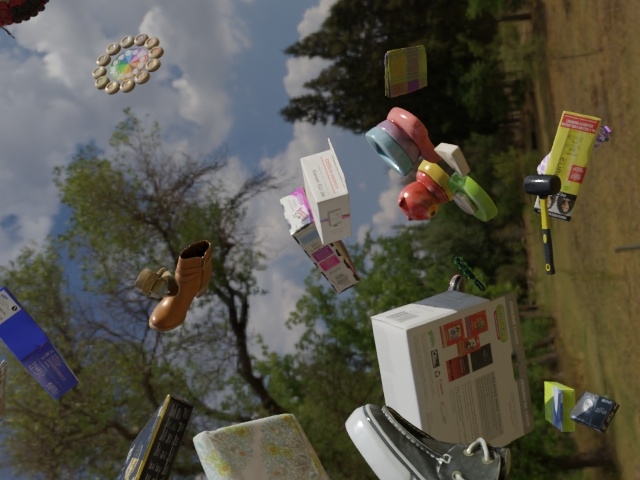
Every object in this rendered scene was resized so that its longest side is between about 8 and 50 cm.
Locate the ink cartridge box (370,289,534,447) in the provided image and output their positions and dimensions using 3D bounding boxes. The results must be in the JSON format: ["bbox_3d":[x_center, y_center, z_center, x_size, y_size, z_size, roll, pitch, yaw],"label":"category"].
[{"bbox_3d":[0.268,0.270,1.347,0.130,0.272,0.309,10,112,63],"label":"ink cartridge box"}]

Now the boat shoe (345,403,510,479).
[{"bbox_3d":[0.182,0.286,0.779,0.119,0.335,0.121,-55,-22,4],"label":"boat shoe"}]

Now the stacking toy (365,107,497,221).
[{"bbox_3d":[0.232,-0.130,1.507,0.309,0.130,0.279,47,179,-38],"label":"stacking toy"}]

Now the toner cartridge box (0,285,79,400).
[{"bbox_3d":[-0.653,0.243,1.532,0.075,0.165,0.348,-38,-14,-23],"label":"toner cartridge box"}]

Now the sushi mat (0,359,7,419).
[{"bbox_3d":[-0.791,0.392,1.631,0.316,0.019,0.151,-174,88,-73],"label":"sushi mat"}]

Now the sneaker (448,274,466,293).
[{"bbox_3d":[0.321,0.157,1.477,0.063,0.075,0.170,39,-132,-57],"label":"sneaker"}]

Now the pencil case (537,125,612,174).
[{"bbox_3d":[0.653,-0.227,1.749,0.206,0.088,0.086,-53,50,48],"label":"pencil case"}]

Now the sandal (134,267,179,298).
[{"bbox_3d":[-0.406,0.122,1.747,0.088,0.079,0.240,-63,-4,-4],"label":"sandal"}]

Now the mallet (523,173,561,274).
[{"bbox_3d":[0.407,-0.031,1.244,0.039,0.062,0.189,-18,-68,-32],"label":"mallet"}]

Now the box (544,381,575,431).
[{"bbox_3d":[0.631,0.435,1.779,0.178,0.042,0.109,47,-137,-83],"label":"box"}]

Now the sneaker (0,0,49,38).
[{"bbox_3d":[-0.616,-0.397,1.187,0.112,0.299,0.121,54,166,53],"label":"sneaker"}]

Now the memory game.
[{"bbox_3d":[-0.450,-0.413,1.576,0.012,0.186,0.186,60,-151,-56],"label":"memory game"}]

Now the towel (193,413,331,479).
[{"bbox_3d":[-0.158,0.686,2.002,0.374,0.090,0.320,-1,-137,-41],"label":"towel"}]

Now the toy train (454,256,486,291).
[{"bbox_3d":[0.284,0.063,1.282,0.083,0.017,0.024,50,-167,6],"label":"toy train"}]

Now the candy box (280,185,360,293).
[{"bbox_3d":[0.000,0.000,1.662,0.233,0.071,0.159,52,-170,-37],"label":"candy box"}]

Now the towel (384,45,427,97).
[{"bbox_3d":[0.114,-0.227,0.901,0.083,0.009,0.060,-25,-62,-40],"label":"towel"}]

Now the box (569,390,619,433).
[{"bbox_3d":[0.558,0.350,1.380,0.018,0.083,0.067,39,-101,-20],"label":"box"}]

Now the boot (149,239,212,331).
[{"bbox_3d":[-0.438,0.142,2.153,0.283,0.109,0.220,-41,-24,-42],"label":"boot"}]

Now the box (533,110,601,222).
[{"bbox_3d":[0.546,-0.163,1.496,0.058,0.087,0.232,-17,-57,-68],"label":"box"}]

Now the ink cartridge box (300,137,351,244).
[{"bbox_3d":[0.011,-0.094,1.328,0.198,0.067,0.115,82,169,-58],"label":"ink cartridge box"}]

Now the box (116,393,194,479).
[{"bbox_3d":[-0.419,0.558,1.574,0.257,0.079,0.322,-53,14,35],"label":"box"}]
